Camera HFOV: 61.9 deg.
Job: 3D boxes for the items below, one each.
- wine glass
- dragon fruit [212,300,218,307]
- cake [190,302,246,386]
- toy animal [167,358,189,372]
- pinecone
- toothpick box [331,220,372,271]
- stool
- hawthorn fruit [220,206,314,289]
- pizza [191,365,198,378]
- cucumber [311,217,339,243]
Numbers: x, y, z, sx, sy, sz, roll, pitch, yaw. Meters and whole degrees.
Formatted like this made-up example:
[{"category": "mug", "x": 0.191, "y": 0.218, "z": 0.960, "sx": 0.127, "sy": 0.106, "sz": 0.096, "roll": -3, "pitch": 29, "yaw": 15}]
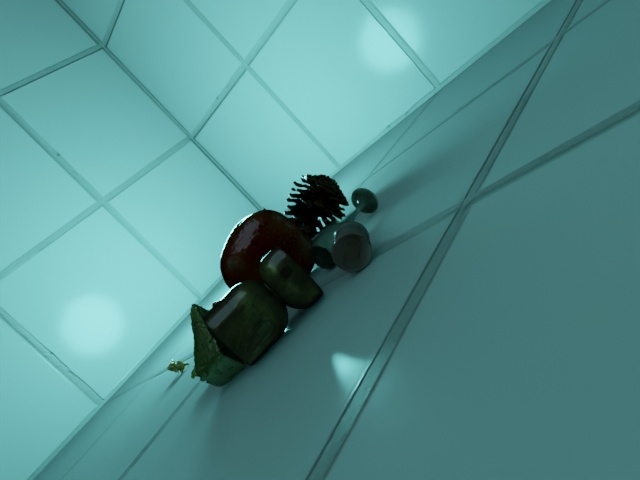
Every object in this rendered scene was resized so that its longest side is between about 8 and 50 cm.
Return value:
[{"category": "wine glass", "x": 0.053, "y": 0.014, "z": 1.686, "sx": 0.309, "sy": 0.096, "sz": 0.264, "roll": -52, "pitch": -11, "yaw": -42}, {"category": "dragon fruit", "x": -0.290, "y": 0.247, "z": 1.782, "sx": 0.175, "sy": 0.138, "sz": 0.142, "roll": -31, "pitch": -13, "yaw": 3}, {"category": "cake", "x": -0.278, "y": 0.257, "z": 1.428, "sx": 0.099, "sy": 0.100, "sz": 0.235, "roll": -33, "pitch": 48, "yaw": 18}, {"category": "toy animal", "x": -0.560, "y": 0.492, "z": 2.093, "sx": 0.081, "sy": 0.060, "sz": 0.083, "roll": -21, "pitch": -3, "yaw": -21}, {"category": "pinecone", "x": -0.027, "y": -0.113, "z": 2.047, "sx": 0.292, "sy": 0.246, "sz": 0.246, "roll": -61, "pitch": 5, "yaw": 13}, {"category": "toothpick box", "x": 0.078, "y": 0.012, "z": 1.344, "sx": 0.098, "sy": 0.098, "sz": 0.149, "roll": -42, "pitch": 8, "yaw": 12}, {"category": "stool", "x": -0.147, "y": 0.165, "z": 1.370, "sx": 0.264, "sy": 0.179, "sz": 0.179, "roll": -45, "pitch": 9, "yaw": -9}, {"category": "hawthorn fruit", "x": -0.183, "y": 0.079, "z": 1.689, "sx": 0.368, "sy": 0.285, "sz": 0.285, "roll": -60, "pitch": 14, "yaw": -23}, {"category": "pizza", "x": -0.273, "y": 0.315, "z": 1.600, "sx": 0.288, "sy": 0.075, "sz": 0.280, "roll": -44, "pitch": 4, "yaw": 6}, {"category": "cucumber", "x": 0.000, "y": 0.000, "z": 1.930, "sx": 0.215, "sy": 0.052, "sz": 0.058, "roll": -41, "pitch": 44, "yaw": 25}]
